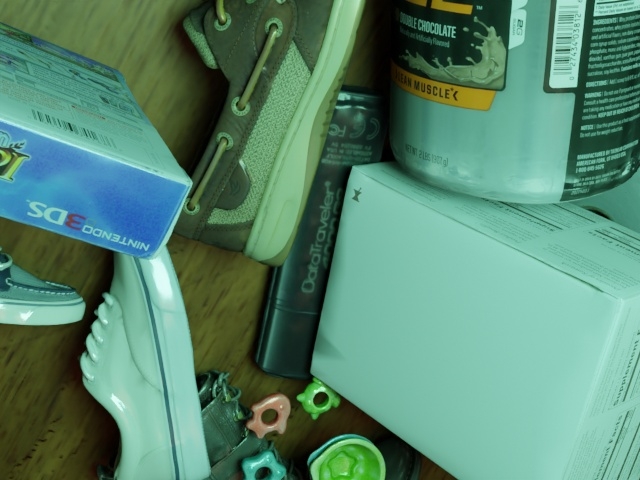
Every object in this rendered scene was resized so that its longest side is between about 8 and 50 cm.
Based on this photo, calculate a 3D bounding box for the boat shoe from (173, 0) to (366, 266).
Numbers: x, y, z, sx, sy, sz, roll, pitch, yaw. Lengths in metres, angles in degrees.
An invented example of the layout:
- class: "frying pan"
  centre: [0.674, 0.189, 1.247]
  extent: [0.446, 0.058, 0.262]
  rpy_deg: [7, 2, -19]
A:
- class: "boat shoe"
  centre: [-0.042, -0.149, 0.719]
  extent: [0.123, 0.123, 0.342]
  rpy_deg: [14, 112, -6]

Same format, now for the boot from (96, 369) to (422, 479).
- class: "boot"
  centre: [-0.048, 0.212, 0.917]
  extent: [0.263, 0.091, 0.229]
  rpy_deg: [-35, 114, -12]

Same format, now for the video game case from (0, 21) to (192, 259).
- class: "video game case"
  centre: [-0.236, -0.097, 0.595]
  extent: [0.270, 0.244, 0.061]
  rpy_deg: [20, 107, -28]

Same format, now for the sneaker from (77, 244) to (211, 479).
- class: "sneaker"
  centre: [-0.153, 0.087, 0.787]
  extent: [0.091, 0.094, 0.258]
  rpy_deg: [-11, 100, -12]

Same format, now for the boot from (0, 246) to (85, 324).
- class: "boot"
  centre: [-0.266, 0.014, 0.744]
  extent: [0.190, 0.069, 0.086]
  rpy_deg: [10, 92, -37]

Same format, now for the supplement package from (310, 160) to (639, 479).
- class: "supplement package"
  centre: [0.143, 0.070, 0.796]
  extent: [0.145, 0.262, 0.204]
  rpy_deg: [-10, 120, -42]

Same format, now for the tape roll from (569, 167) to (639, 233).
- class: "tape roll"
  centre: [0.264, 0.029, 0.873]
  extent: [0.072, 0.219, 0.219]
  rpy_deg: [5, 112, -24]

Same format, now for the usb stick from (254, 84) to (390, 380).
- class: "usb stick"
  centre: [0.000, 0.000, 0.856]
  extent: [0.077, 0.045, 0.278]
  rpy_deg: [6, 112, -17]

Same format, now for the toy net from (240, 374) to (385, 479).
- class: "toy net"
  centre: [-0.062, 0.216, 0.854]
  extent: [0.232, 0.045, 0.122]
  rpy_deg: [-26, 107, -11]

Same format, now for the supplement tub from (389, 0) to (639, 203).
- class: "supplement tub"
  centre: [0.156, -0.215, 0.719]
  extent: [0.207, 0.207, 0.338]
  rpy_deg: [-10, 117, -18]
